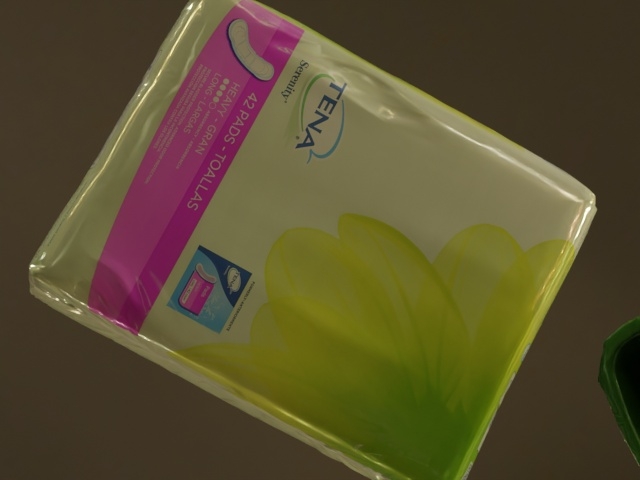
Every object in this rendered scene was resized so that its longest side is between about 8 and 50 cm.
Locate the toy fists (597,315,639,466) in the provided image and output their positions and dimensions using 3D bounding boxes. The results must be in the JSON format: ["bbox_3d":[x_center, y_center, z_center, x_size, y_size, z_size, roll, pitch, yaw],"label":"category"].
[{"bbox_3d":[0.270,0.143,1.041,0.096,0.142,0.279,-44,-118,26],"label":"toy fists"}]

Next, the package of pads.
[{"bbox_3d":[0.000,0.000,1.200,0.297,0.229,0.101,30,-14,-3],"label":"package of pads"}]
